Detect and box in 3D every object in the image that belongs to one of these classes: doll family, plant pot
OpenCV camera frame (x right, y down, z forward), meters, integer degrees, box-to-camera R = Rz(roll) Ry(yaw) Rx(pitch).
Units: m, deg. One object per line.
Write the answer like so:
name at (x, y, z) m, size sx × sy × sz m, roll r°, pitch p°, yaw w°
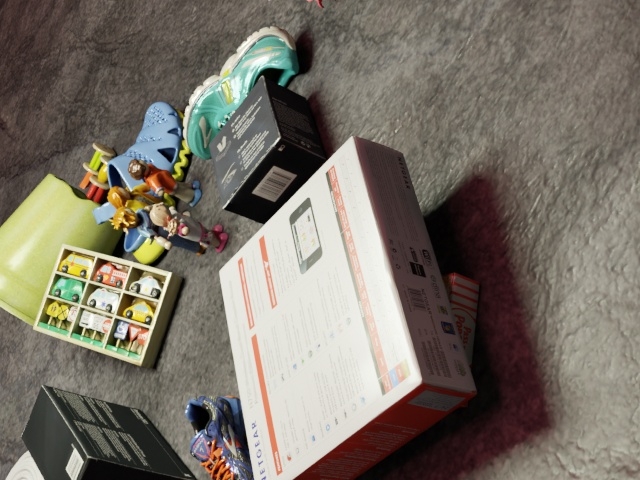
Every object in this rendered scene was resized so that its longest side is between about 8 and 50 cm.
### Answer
doll family at (-0.277, -0.037, 1.729) m, size 0.118 × 0.163 × 0.263 m, roll -58°, pitch 34°, yaw 15°
plant pot at (-0.519, 0.020, 1.990) m, size 0.254 × 0.276 × 0.276 m, roll -56°, pitch 33°, yaw -4°

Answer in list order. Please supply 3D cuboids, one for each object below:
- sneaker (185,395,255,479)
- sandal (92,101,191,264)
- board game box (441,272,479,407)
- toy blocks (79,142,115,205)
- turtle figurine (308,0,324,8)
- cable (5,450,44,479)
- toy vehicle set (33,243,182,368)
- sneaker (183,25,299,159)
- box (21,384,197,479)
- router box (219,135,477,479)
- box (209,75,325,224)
sneaker at (-0.138, 0.298, 1.406) m, size 0.083 × 0.087 × 0.221 m, roll -55°, pitch 35°, yaw 20°
sandal at (-0.329, -0.122, 1.883) m, size 0.126 × 0.138 × 0.317 m, roll -26°, pitch 50°, yaw 49°
board game box at (0.097, 0.126, 1.205) m, size 0.193 × 0.045 × 0.147 m, roll -15°, pitch 60°, yaw 51°
toy blocks at (-0.483, -0.120, 2.177) m, size 0.148 × 0.054 × 0.123 m, roll -59°, pitch 34°, yaw 14°
turtle figurine at (0.009, -0.472, 1.616) m, size 0.234 × 0.118 × 0.175 m, roll -33°, pitch 60°, yaw 21°
cable at (-0.514, 0.500, 1.827) m, size 0.257 × 0.089 × 0.257 m, roll -44°, pitch 40°, yaw 32°
toy vehicle set at (-0.378, 0.112, 1.806) m, size 0.267 × 0.035 × 0.166 m, roll 12°, pitch 82°, yaw 31°
sneaker at (-0.135, -0.233, 1.703) m, size 0.275 × 0.107 × 0.110 m, roll -48°, pitch 47°, yaw 28°
box at (-0.330, 0.335, 1.572) m, size 0.261 × 0.184 × 0.103 m, roll 30°, pitch 99°, yaw 57°
router box at (0.013, 0.098, 1.208) m, size 0.301 × 0.082 × 0.335 m, roll -43°, pitch 46°, yaw 37°
box at (-0.085, -0.137, 1.576) m, size 0.156 × 0.093 × 0.158 m, roll -48°, pitch 39°, yaw 29°
